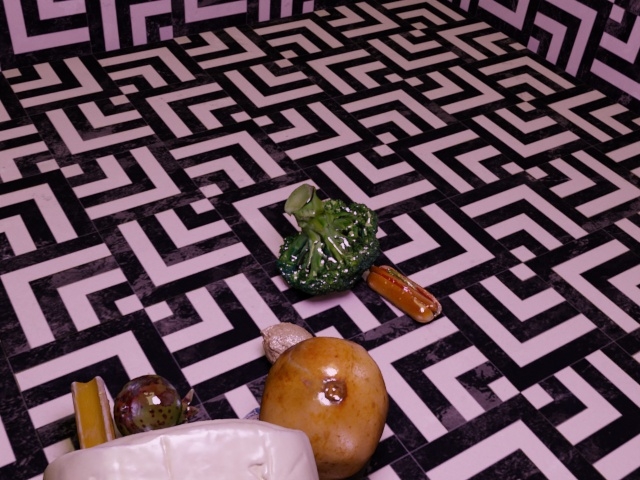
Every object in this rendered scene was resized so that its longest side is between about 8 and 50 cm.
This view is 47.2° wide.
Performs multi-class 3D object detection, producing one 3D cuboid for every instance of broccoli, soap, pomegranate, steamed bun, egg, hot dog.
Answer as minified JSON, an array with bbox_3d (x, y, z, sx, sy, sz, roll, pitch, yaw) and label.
[{"bbox_3d":[0.000,0.000,1.888,0.297,0.297,0.297,-24,40,22],"label":"broccoli"},{"bbox_3d":[-0.442,0.405,1.464,0.073,0.140,0.232,-11,44,-19],"label":"soap"},{"bbox_3d":[-0.337,0.352,1.505,0.169,0.148,0.148,23,33,-28],"label":"pomegranate"},{"bbox_3d":[-0.219,0.508,1.197,0.456,0.290,0.371,1,63,-21],"label":"steamed bun"},{"bbox_3d":[-0.072,0.248,1.707,0.140,0.118,0.116,13,58,22],"label":"egg"},{"bbox_3d":[0.010,0.332,1.486,0.307,0.307,0.307,3,41,-3],"label":"pomegranate"},{"bbox_3d":[0.212,0.131,1.917,0.235,0.062,0.092,33,51,29],"label":"hot dog"}]

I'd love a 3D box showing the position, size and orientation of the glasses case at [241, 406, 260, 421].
[{"bbox_3d":[-0.161,0.422,1.550,0.067,0.045,0.178,29,46,24],"label":"glasses case"}]
